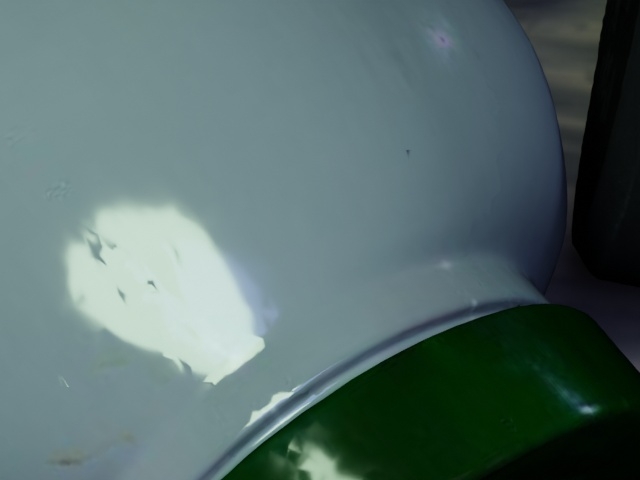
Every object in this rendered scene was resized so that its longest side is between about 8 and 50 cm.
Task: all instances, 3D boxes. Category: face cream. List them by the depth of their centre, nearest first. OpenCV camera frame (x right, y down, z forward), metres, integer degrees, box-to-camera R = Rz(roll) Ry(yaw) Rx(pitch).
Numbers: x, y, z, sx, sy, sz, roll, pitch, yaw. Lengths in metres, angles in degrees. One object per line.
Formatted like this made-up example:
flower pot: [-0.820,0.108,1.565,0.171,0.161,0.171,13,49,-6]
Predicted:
face cream: [-0.057,0.002,0.661,0.312,0.219,0.357,-35,63,-7]

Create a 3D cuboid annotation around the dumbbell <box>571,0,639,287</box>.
dumbbell: [0.281,-0.053,0.741,0.322,0.204,0.203,10,76,4]
